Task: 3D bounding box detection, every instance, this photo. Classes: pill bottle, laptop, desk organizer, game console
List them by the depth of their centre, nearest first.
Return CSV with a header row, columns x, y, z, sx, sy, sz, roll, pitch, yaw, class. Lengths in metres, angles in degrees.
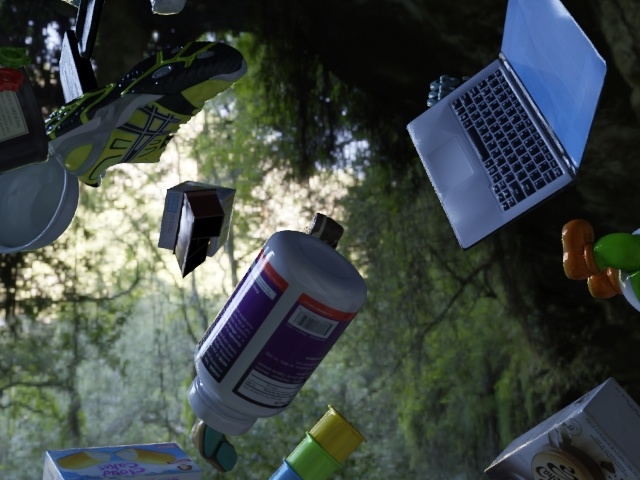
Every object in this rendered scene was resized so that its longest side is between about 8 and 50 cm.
x,y,z,sx,sy,sz,roll,pitch,yaw,class
-0.169,-0.008,1.064,0.047,0.050,0.130,-7,-39,-25,desk organizer
-0.080,0.153,1.232,0.181,0.181,0.323,15,-63,-48,pill bottle
0.333,-0.269,1.502,0.408,0.382,0.236,-35,-42,21,laptop
-0.458,-0.382,1.518,0.044,0.213,0.361,-4,-35,-30,game console

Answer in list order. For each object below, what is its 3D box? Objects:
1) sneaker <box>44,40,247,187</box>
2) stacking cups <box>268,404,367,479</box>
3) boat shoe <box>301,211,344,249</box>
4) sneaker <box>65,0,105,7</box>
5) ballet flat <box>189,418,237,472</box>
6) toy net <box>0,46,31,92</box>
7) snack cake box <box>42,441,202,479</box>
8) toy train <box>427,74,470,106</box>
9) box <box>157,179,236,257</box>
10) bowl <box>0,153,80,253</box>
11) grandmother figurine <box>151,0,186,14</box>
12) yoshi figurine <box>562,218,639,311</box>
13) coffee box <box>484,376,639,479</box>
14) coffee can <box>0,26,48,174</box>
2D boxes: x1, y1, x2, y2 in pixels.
x,y,z,sx,sy,sz,roll,pitch,yaw,class
-0.298,-0.227,1.366,0.384,0.145,0.147,-23,-56,9,sneaker
-0.060,0.435,1.362,0.316,0.096,0.096,-44,-14,-9,stacking cups
-0.002,0.007,2.035,0.095,0.095,0.257,20,-17,-8,boat shoe
-0.494,-0.584,1.525,0.127,0.208,0.319,30,9,2,sneaker
-0.229,0.407,1.557,0.073,0.080,0.232,18,-34,21,ballet flat
-0.386,-0.146,0.797,0.122,0.232,0.045,16,-52,-14,toy net
-0.377,0.459,1.466,0.264,0.089,0.152,6,4,-33,snack cake box
0.363,-0.318,1.874,0.190,0.142,0.334,-3,24,12,toy train
-0.231,-0.046,1.464,0.103,0.114,0.203,11,10,0,box
-0.689,-0.096,1.872,0.298,0.298,0.134,-10,-20,22,bowl
-0.477,-0.662,1.851,0.342,0.208,0.104,34,-23,-14,grandmother figurine
0.584,-0.014,1.219,0.362,0.203,0.203,-9,20,43,yoshi figurine
0.453,0.395,1.364,0.119,0.168,0.297,-28,-18,-40,coffee box
-0.525,-0.152,0.992,0.275,0.201,0.201,-24,-6,-27,coffee can
